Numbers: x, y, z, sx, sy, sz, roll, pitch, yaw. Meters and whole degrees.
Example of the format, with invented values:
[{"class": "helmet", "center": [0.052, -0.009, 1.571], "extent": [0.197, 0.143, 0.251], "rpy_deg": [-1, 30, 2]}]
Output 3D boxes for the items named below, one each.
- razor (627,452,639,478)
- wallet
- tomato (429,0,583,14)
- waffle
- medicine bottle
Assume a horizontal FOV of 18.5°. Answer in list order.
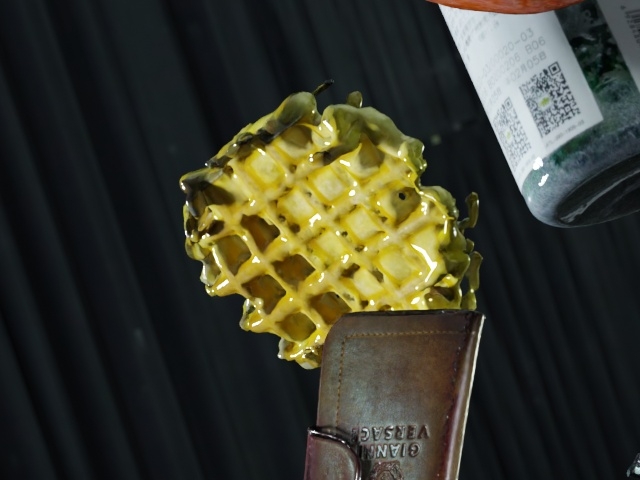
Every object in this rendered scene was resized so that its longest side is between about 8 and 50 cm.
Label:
[{"class": "razor", "center": [0.276, 0.074, 1.532], "extent": [0.082, 0.253, 0.042], "rpy_deg": [9, 155, -9]}, {"class": "wallet", "center": [0.043, 0.173, 1.410], "extent": [0.137, 0.255, 0.031], "rpy_deg": [-5, 157, 35]}, {"class": "tomato", "center": [0.079, -0.207, 0.889], "extent": [0.208, 0.208, 0.184], "rpy_deg": [-21, -152, -26]}, {"class": "waffle", "center": [-0.001, 0.002, 1.532], "extent": [0.262, 0.281, 0.060], "rpy_deg": [15, -137, 23]}, {"class": "medicine bottle", "center": [0.147, -0.164, 1.267], "extent": [0.141, 0.293, 0.141], "rpy_deg": [-20, 161, -7]}]
